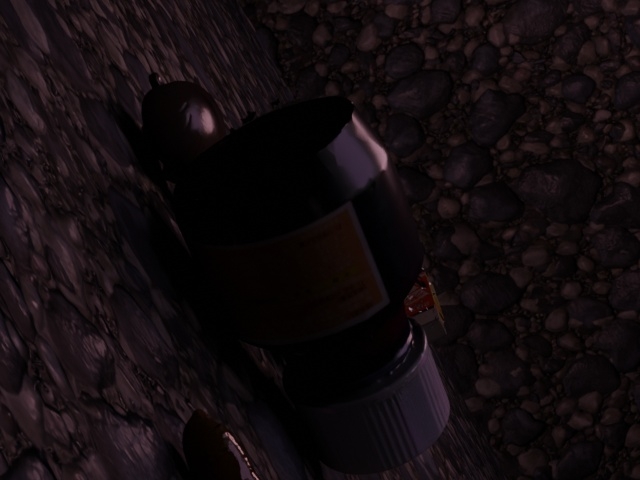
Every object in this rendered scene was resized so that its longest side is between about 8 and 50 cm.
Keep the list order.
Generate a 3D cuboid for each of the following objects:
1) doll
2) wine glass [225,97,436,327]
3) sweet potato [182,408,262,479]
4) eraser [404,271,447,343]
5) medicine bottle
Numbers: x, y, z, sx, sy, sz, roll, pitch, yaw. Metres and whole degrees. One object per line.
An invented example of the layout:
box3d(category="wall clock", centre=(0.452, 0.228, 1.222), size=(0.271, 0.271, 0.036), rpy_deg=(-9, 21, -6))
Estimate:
box3d(category="doll", centre=(-0.150, -0.098, 1.646), size=(0.145, 0.096, 0.188), rpy_deg=(24, 47, -70))
box3d(category="wine glass", centre=(-0.005, 0.000, 1.916), size=(0.357, 0.190, 0.190), rpy_deg=(54, 9, -16))
box3d(category="sweet potato", centre=(-0.060, 0.221, 1.150), size=(0.195, 0.056, 0.056), rpy_deg=(67, 8, 17))
box3d(category="eraser", centre=(0.117, 0.131, 2.346), size=(0.038, 0.157, 0.230), rpy_deg=(62, 6, -16))
box3d(category="medicine bottle", centre=(0.011, 0.064, 1.569), size=(0.242, 0.242, 0.395), rpy_deg=(-103, 171, -66))
